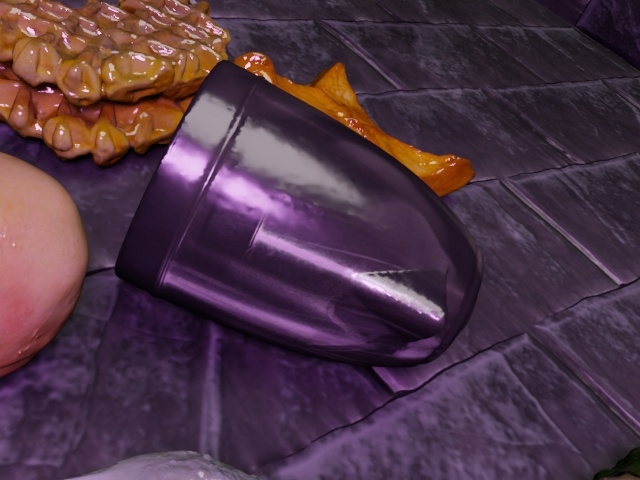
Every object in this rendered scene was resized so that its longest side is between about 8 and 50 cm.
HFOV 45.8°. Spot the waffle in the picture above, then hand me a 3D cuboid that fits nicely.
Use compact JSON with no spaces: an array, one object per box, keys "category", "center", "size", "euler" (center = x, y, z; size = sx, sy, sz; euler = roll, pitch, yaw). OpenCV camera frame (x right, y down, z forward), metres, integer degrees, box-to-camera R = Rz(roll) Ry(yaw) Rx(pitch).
[{"category":"waffle","center":[-0.260,-0.223,0.916],"size":[0.261,0.151,0.324],"euler":[40,40,12]}]

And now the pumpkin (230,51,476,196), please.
[{"category":"pumpkin","center":[0.042,-0.142,1.031],"size":[0.290,0.095,0.258],"euler":[44,31,15]}]

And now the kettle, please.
[{"category":"kettle","center":[0.000,0.000,0.764],"size":[0.324,0.228,0.321],"euler":[27,4,-7]}]

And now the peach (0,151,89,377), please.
[{"category":"peach","center":[-0.271,0.022,0.570],"size":[0.184,0.184,0.184],"euler":[17,36,-12]}]

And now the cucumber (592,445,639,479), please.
[{"category":"cucumber","center":[0.339,0.240,0.713],"size":[0.244,0.134,0.134],"euler":[-12,49,-45]}]

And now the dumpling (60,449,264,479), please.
[{"category":"dumpling","center":[-0.094,0.207,0.496],"size":[0.219,0.108,0.152],"euler":[5,39,-21]}]
